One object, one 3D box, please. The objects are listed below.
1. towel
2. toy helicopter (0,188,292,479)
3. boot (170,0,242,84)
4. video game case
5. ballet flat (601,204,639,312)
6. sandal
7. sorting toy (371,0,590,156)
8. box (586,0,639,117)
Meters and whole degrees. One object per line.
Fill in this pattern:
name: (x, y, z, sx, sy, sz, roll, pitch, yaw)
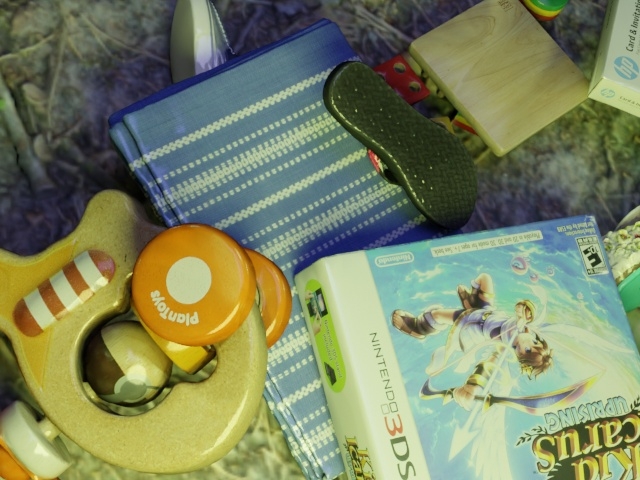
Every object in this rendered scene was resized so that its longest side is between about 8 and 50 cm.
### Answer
towel: (0.000, 0.000, 1.172, 0.243, 0.040, 0.336, -30, 89, -31)
toy helicopter: (-0.210, 0.063, 1.043, 0.355, 0.140, 0.235, 23, 87, 14)
boot: (-0.074, -0.127, 1.233, 0.086, 0.069, 0.190, 0, 72, -26)
video game case: (0.136, 0.116, 1.140, 0.269, 0.061, 0.244, -9, 77, -28)
ballet flat: (0.331, -0.024, 1.261, 0.241, 0.091, 0.077, -28, 46, -1)
sandal: (0.065, -0.079, 1.179, 0.179, 0.040, 0.067, 44, 70, -24)
sorting toy: (0.156, -0.145, 1.327, 0.274, 0.046, 0.132, -33, 78, -31)
box: (0.349, -0.162, 1.335, 0.186, 0.038, 0.145, 21, 59, -5)
